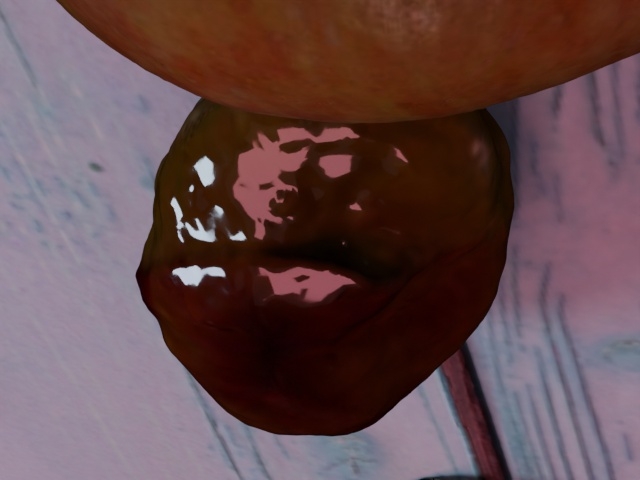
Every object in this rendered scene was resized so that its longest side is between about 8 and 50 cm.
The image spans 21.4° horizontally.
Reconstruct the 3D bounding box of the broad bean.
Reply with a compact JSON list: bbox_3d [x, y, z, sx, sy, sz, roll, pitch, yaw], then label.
[{"bbox_3d":[0.001,0.003,0.735,0.156,0.122,0.228,21,145,1],"label":"broad bean"}]

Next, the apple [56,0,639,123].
[{"bbox_3d":[0.012,-0.172,0.421,0.264,0.264,0.264,11,141,9],"label":"apple"}]

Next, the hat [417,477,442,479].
[{"bbox_3d":[0.093,0.204,0.990,0.122,0.081,0.166,31,148,58],"label":"hat"}]
